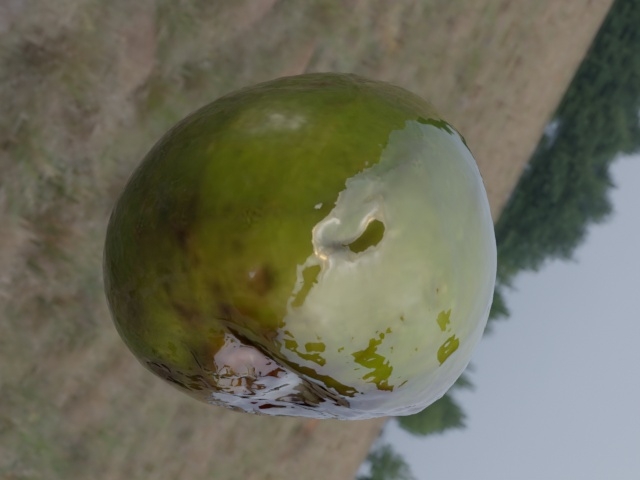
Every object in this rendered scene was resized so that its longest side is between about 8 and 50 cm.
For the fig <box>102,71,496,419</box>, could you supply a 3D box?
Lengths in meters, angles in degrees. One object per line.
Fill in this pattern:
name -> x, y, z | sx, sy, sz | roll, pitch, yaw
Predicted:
fig -> 0.000, 0.000, 0.658 | 0.191, 0.181, 0.181 | -63, 176, -46
